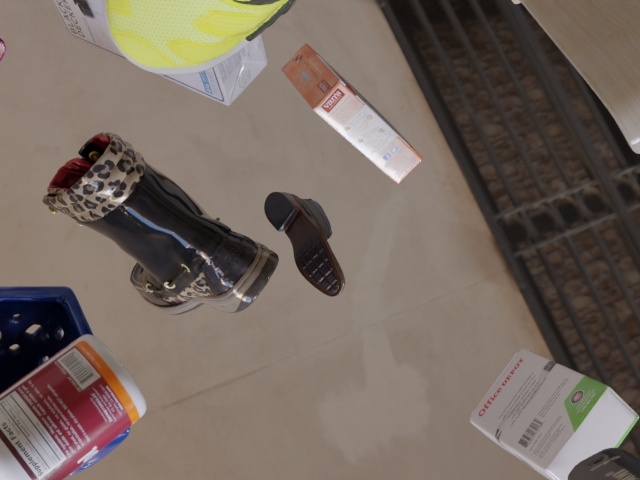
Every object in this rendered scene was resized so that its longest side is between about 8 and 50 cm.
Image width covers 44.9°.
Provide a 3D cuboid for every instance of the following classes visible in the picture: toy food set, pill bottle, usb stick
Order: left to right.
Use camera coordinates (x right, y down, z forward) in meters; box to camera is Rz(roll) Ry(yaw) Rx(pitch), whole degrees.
[{"bbox_3d":[-0.223,0.151,0.619,0.152,0.086,0.086,-37,176,-25],"label":"pill bottle"},{"bbox_3d":[0.284,0.235,0.673,0.077,0.045,0.278,-36,176,0],"label":"usb stick"},{"bbox_3d":[0.344,-0.245,0.790,0.220,0.306,0.092,-33,135,15],"label":"toy food set"}]

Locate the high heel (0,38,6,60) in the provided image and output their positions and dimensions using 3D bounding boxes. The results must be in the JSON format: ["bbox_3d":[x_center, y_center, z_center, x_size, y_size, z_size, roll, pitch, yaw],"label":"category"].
[{"bbox_3d":[-0.443,-0.071,0.707,0.181,0.377,0.127,12,160,7],"label":"high heel"}]

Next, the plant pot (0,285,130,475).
[{"bbox_3d":[-0.410,0.209,0.946,0.236,0.236,0.212,1,138,-46],"label":"plant pot"}]

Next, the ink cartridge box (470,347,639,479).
[{"bbox_3d":[0.454,0.353,1.540,0.198,0.115,0.273,-51,-160,-6],"label":"ink cartridge box"}]

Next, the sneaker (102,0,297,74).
[{"bbox_3d":[-0.027,-0.215,0.390,0.385,0.145,0.147,-39,-168,42],"label":"sneaker"}]

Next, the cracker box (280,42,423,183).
[{"bbox_3d":[0.053,-0.209,1.282,0.067,0.155,0.232,-46,131,12],"label":"cracker box"}]

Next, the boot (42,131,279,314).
[{"bbox_3d":[-0.258,-0.015,1.119,0.377,0.284,0.138,1,-125,58],"label":"boot"}]

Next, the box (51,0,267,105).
[{"bbox_3d":[-0.218,-0.298,0.967,0.087,0.290,0.169,-53,156,-23],"label":"box"}]

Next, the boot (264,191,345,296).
[{"bbox_3d":[0.000,0.000,1.345,0.106,0.219,0.082,-4,145,-52],"label":"boot"}]
